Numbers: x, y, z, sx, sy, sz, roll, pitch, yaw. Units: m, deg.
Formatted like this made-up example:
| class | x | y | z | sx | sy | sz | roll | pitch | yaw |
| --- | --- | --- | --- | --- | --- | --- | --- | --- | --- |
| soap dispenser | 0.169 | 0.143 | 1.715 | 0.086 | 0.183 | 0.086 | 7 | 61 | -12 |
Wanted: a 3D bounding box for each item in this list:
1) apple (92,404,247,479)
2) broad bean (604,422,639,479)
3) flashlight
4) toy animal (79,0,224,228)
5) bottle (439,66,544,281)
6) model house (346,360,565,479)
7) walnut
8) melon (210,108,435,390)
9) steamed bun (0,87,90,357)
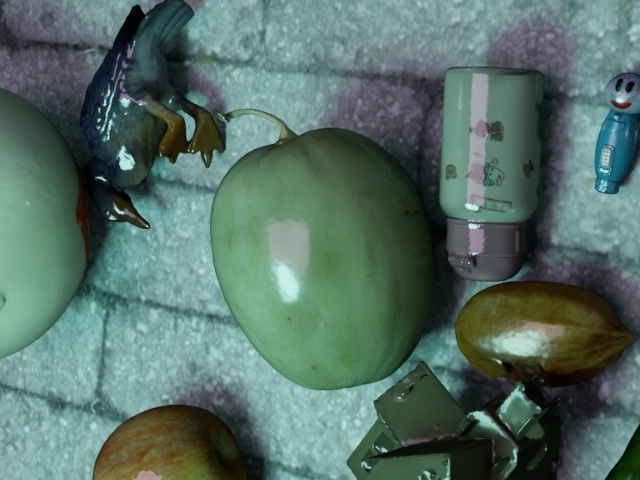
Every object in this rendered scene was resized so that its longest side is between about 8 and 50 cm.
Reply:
| class | x | y | z | sx | sy | sz | roll | pitch | yaw |
| --- | --- | --- | --- | --- | --- | --- | --- | --- | --- |
| apple | -0.185 | 0.299 | 2.036 | 0.174 | 0.188 | 0.188 | -30 | 74 | 21 |
| broad bean | 0.287 | 0.282 | 1.707 | 0.049 | 0.144 | 0.292 | 33 | 117 | -6 |
| flashlight | 0.316 | -0.113 | 1.717 | 0.051 | 0.051 | 0.129 | 20 | 110 | 36 |
| toy animal | -0.226 | -0.163 | 2.086 | 0.185 | 0.122 | 0.298 | 15 | 109 | 41 |
| bottle | 0.185 | -0.071 | 1.780 | 0.110 | 0.110 | 0.233 | 5 | 96 | 38 |
| model house | 0.156 | 0.220 | 1.747 | 0.204 | 0.211 | 0.243 | 50 | 125 | 23 |
| walnut | 0.239 | 0.100 | 1.751 | 0.207 | 0.116 | 0.115 | -1 | 91 | 31 |
| melon | 0.004 | 0.015 | 1.835 | 0.272 | 0.272 | 0.308 | 12 | 126 | 37 |
| steamed bun | -0.433 | -0.032 | 2.162 | 0.374 | 0.241 | 0.374 | 42 | 138 | 54 |
